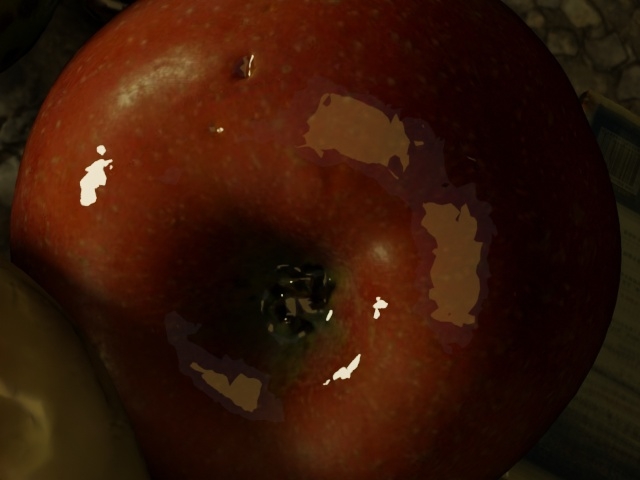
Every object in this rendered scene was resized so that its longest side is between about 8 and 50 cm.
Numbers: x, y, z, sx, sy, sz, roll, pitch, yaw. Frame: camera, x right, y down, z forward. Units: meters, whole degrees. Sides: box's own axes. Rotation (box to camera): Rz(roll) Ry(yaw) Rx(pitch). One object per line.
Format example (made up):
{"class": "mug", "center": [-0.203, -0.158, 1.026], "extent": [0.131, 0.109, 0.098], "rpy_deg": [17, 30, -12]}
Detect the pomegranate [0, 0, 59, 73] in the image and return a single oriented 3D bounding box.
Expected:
{"class": "pomegranate", "center": [-0.249, -0.142, 0.659], "extent": [0.242, 0.242, 0.306], "rpy_deg": [-8, 84, -22]}

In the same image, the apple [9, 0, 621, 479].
{"class": "apple", "center": [0.000, 0.000, 0.684], "extent": [0.348, 0.277, 0.348], "rpy_deg": [1, 102, 6]}

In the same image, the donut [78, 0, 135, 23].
{"class": "donut", "center": [-0.115, -0.198, 0.817], "extent": [0.140, 0.059, 0.140], "rpy_deg": [4, 79, -20]}

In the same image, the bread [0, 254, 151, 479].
{"class": "bread", "center": [-0.274, 0.169, 0.497], "extent": [0.348, 0.253, 0.376], "rpy_deg": [54, 44, -1]}

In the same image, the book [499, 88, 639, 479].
{"class": "book", "center": [0.250, 0.067, 0.932], "extent": [0.228, 0.018, 0.322], "rpy_deg": [29, 72, -13]}
